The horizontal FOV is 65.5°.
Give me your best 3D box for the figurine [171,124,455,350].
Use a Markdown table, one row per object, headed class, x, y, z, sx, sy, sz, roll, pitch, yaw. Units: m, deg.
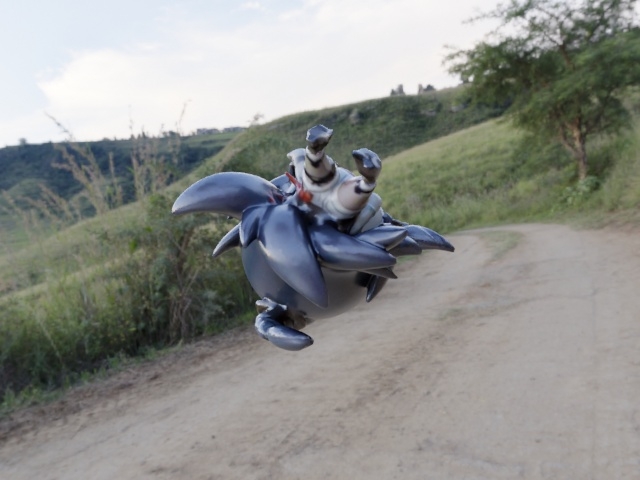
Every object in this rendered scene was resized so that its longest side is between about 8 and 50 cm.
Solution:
| class | x | y | z | sx | sy | sz | roll | pitch | yaw |
| --- | --- | --- | --- | --- | --- | --- | --- | --- | --- |
| figurine | -0.006 | -0.003 | 0.476 | 0.197 | 0.175 | 0.265 | -38 | -14 | 13 |
